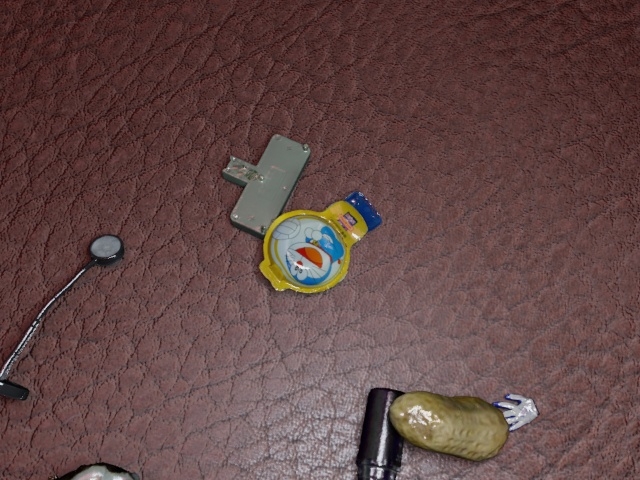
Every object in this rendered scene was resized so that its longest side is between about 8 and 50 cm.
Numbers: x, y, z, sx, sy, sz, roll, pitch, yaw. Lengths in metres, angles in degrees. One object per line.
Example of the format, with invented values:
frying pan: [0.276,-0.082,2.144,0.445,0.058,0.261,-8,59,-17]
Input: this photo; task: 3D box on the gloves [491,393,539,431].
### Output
gloves: [0.360,0.316,1.379,0.086,0.026,0.064,-22,70,-5]

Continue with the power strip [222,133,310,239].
power strip: [-0.126,-0.123,1.506,0.145,0.061,0.215,23,70,6]

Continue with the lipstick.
lipstick: [0.099,0.408,1.305,0.081,0.081,0.299,11,69,2]

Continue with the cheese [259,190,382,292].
cheese: [0.000,0.000,1.459,0.270,0.069,0.177,-36,81,-23]

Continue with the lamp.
lamp: [-0.504,0.145,1.405,0.130,0.108,0.371,17,55,17]

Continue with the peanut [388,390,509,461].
peanut: [0.223,0.321,1.305,0.237,0.110,0.120,16,39,-21]

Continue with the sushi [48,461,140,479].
sushi: [-0.328,0.521,1.190,0.235,0.207,0.348,-17,76,-21]
